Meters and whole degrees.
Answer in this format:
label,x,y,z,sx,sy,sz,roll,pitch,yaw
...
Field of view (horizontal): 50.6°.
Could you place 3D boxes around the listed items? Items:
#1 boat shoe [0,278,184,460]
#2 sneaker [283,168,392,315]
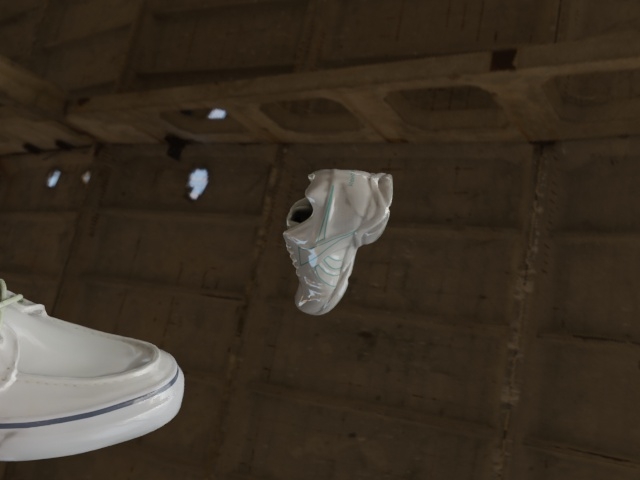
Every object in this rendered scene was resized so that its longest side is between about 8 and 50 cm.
label,x,y,z,sx,sy,sz,roll,pitch,yaw
boat shoe,-0.180,0.055,0.336,0.083,0.226,0.076,-127,-137,-64
sneaker,0.000,0.000,0.491,0.152,0.061,0.054,115,-16,-47
